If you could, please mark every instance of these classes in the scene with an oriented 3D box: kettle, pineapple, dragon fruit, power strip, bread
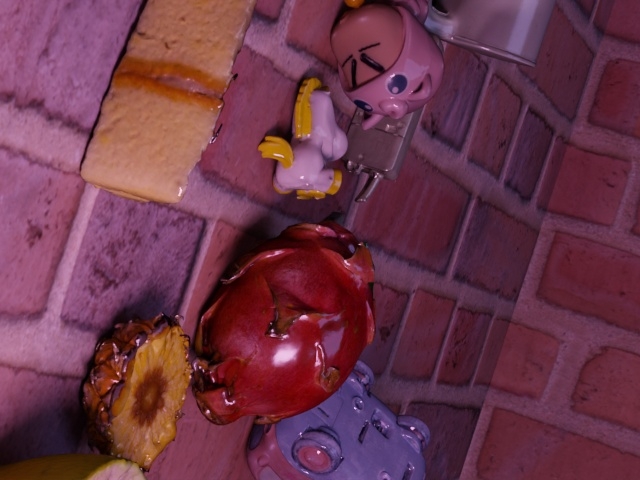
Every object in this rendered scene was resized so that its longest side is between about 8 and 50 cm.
[{"bbox_3d":[0.297,-0.462,2.603,0.265,0.205,0.318,-4,113,-71],"label":"kettle"},{"bbox_3d":[-0.231,0.183,1.961,0.225,0.076,0.225,15,90,-69],"label":"pineapple"},{"bbox_3d":[-0.045,0.117,2.184,0.315,0.250,0.250,-33,139,-35],"label":"dragon fruit"},{"bbox_3d":[0.000,0.000,2.478,0.136,0.019,0.051,-42,145,-54],"label":"power strip"},{"bbox_3d":[-0.169,-0.171,1.799,0.141,0.178,0.266,23,81,-38],"label":"bread"},{"bbox_3d":[0.103,-0.192,2.478,0.053,0.093,0.288,44,66,-70],"label":"power strip"}]

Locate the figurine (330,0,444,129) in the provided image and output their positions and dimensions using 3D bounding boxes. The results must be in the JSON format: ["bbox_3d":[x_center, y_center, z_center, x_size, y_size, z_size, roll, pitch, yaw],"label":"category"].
[{"bbox_3d":[0.090,-0.309,2.322,0.186,0.176,0.288,22,65,-29],"label":"figurine"}]

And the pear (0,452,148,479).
[{"bbox_3d":[-0.342,0.396,1.726,0.399,0.165,0.399,-52,151,-44],"label":"pear"}]

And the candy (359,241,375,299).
[{"bbox_3d":[0.051,0.087,2.605,0.203,0.078,0.141,-23,128,-70],"label":"candy"}]

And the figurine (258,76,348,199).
[{"bbox_3d":[-0.012,-0.144,2.243,0.130,0.109,0.178,54,50,-38],"label":"figurine"}]

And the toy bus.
[{"bbox_3d":[0.011,0.338,2.458,0.231,0.294,0.197,-32,-159,38],"label":"toy bus"}]
